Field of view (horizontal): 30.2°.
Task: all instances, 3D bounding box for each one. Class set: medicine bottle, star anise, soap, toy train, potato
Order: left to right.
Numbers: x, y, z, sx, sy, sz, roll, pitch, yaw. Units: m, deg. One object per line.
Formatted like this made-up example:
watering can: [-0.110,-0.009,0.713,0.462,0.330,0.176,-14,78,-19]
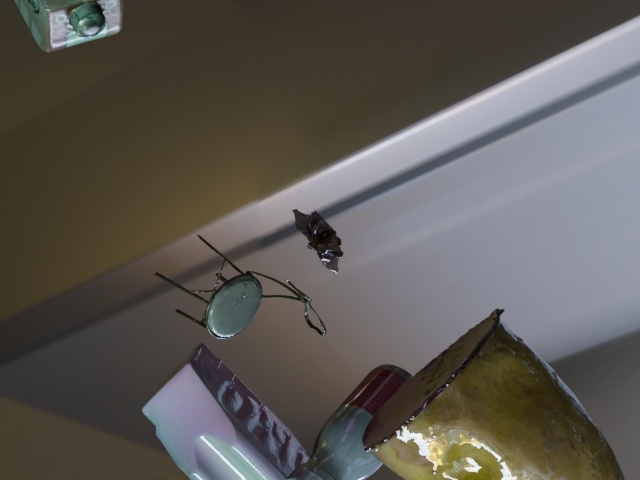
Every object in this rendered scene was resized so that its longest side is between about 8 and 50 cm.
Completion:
toy train: [-0.384,-0.395,1.660,0.326,0.129,0.159,59,158,22]
soap: [-0.109,0.314,1.725,0.324,0.109,0.193,47,-169,-4]
star anise: [-0.007,-0.010,2.074,0.129,0.056,0.124,51,164,18]
medicine bottle: [0.044,0.254,1.502,0.217,0.090,0.090,-44,-69,-36]
potato: [0.215,0.234,1.326,0.266,0.229,0.229,42,-157,0]

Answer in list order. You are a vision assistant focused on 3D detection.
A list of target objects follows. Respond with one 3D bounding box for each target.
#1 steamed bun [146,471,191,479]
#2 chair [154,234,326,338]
steamed bun: [-0.292,0.586,2.150,0.273,0.291,0.272,-60,-44,-64]
chair: [-0.165,0.124,2.390,0.326,0.170,0.159,30,153,37]
